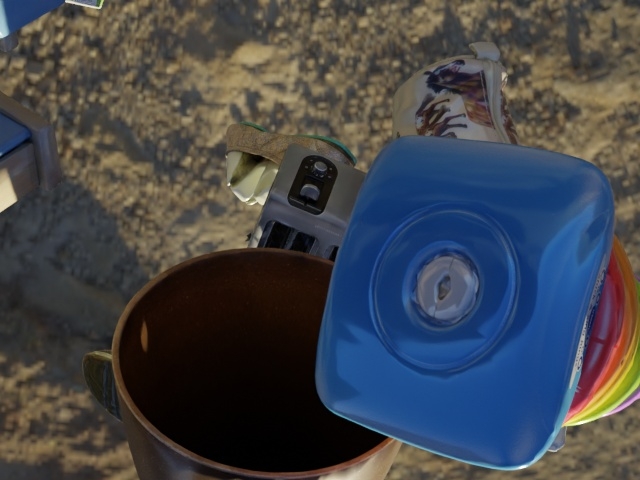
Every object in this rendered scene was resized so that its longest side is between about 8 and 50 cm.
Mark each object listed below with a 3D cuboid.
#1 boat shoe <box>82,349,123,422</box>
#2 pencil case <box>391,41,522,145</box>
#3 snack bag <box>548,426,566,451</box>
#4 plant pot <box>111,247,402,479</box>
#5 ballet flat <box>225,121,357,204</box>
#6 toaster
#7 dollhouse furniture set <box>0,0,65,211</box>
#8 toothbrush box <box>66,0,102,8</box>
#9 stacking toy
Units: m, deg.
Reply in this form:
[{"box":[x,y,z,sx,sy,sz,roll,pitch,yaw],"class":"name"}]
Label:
[{"box":[-0.172,0.172,1.442,0.223,0.073,0.080,17,121,34],"class":"boat shoe"},{"box":[0.205,-0.040,1.595,0.160,0.410,0.183,12,147,-44],"class":"pencil case"},{"box":[0.178,0.153,1.668,0.342,0.323,0.037,16,111,14],"class":"snack bag"},{"box":[-0.046,0.161,0.948,0.215,0.215,0.230,3,131,-7],"class":"plant pot"},{"box":[-0.071,-0.100,1.784,0.107,0.316,0.106,42,76,-26],"class":"ballet flat"},{"box":[0.000,0.000,1.524,0.168,0.110,0.186,24,131,-2],"class":"toaster"},{"box":[-0.300,-0.143,0.652,0.286,0.198,0.303,31,141,27],"class":"dollhouse furniture set"},{"box":[-0.308,-0.414,1.372,0.206,0.122,0.283,11,108,-9],"class":"toothbrush box"},{"box":[0.150,0.058,0.808,0.166,0.175,0.302,13,175,37],"class":"stacking toy"}]
